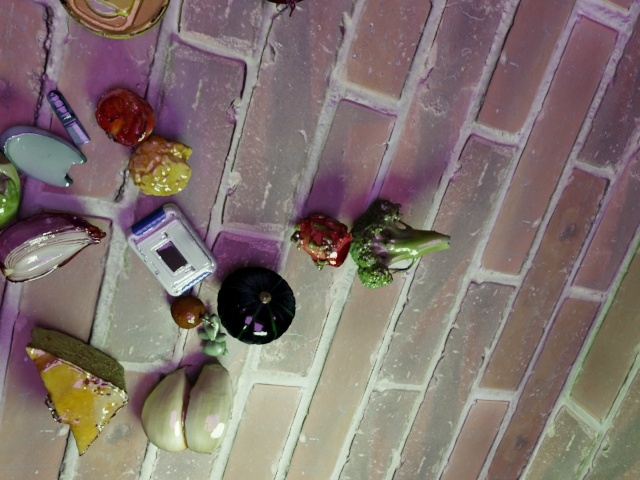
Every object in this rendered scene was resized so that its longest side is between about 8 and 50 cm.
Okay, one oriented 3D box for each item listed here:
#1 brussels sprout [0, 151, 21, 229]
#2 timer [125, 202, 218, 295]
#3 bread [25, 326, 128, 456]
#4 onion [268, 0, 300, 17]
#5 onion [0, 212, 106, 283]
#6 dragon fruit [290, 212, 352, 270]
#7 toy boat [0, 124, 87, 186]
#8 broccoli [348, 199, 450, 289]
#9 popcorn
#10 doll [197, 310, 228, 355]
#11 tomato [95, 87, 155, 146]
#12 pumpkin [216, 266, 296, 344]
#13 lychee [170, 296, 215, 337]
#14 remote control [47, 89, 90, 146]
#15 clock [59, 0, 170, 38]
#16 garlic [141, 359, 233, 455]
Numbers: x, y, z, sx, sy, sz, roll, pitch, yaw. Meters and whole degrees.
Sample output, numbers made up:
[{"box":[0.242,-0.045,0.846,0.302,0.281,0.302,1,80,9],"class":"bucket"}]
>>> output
[{"box":[-0.844,-0.118,1.418,0.244,0.244,0.244,-8,113,-18],"class":"brussels sprout"},{"box":[-0.434,0.033,1.724,0.178,0.078,0.253,-35,120,-4],"class":"timer"},{"box":[-0.736,0.429,1.675,0.315,0.248,0.279,29,97,-25],"class":"bread"},{"box":[-0.080,-0.704,1.456,0.273,0.285,0.273,-10,149,-6],"class":"onion"},{"box":[-0.722,-0.003,1.561,0.283,0.120,0.227,-21,162,-36],"class":"onion"},{"box":[0.000,0.000,1.839,0.167,0.172,0.160,-59,156,2],"class":"dragon fruit"},{"box":[-0.723,-0.225,1.518,0.207,0.079,0.134,26,109,-38],"class":"toy boat"},{"box":[0.226,-0.002,1.922,0.302,0.186,0.254,-29,79,-9],"class":"broccoli"},{"box":[-0.431,-0.204,1.590,0.180,0.170,0.180,-4,149,-2],"class":"popcorn"},{"box":[-0.338,0.298,1.872,0.115,0.077,0.150,4,111,25],"class":"doll"},{"box":[-0.499,-0.321,1.536,0.159,0.091,0.139,39,107,10],"class":"tomato"},{"box":[-0.210,0.211,1.823,0.248,0.248,0.248,-8,113,-18],"class":"pumpkin"},{"box":[-0.393,0.226,1.804,0.140,0.101,0.114,4,142,-8],"class":"lychee"},{"box":[-0.659,-0.318,1.522,0.043,0.027,0.152,-31,121,-11],"class":"remote control"},{"box":[-0.502,-0.640,1.426,0.277,0.071,0.294,28,87,-20],"class":"clock"},{"box":[-0.412,0.556,1.892,0.249,0.286,0.313,-33,140,-59],"class":"garlic"}]
